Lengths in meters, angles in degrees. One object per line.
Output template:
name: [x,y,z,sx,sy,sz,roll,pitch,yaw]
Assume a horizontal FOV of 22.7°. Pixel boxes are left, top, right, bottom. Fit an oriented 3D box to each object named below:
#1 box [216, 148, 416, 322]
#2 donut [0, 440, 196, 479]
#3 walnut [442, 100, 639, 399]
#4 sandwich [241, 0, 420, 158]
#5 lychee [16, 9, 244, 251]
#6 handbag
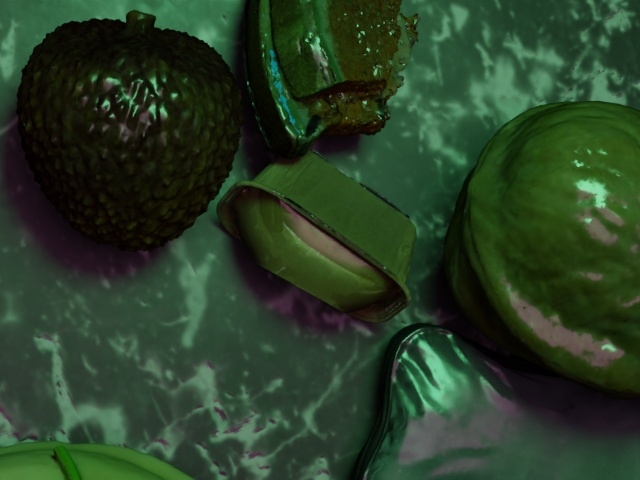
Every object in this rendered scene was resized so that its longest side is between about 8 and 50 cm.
box: [0.000,0.000,1.333,0.177,0.111,0.111,33,80,-7]
donut: [-0.224,0.308,1.212,0.371,0.150,0.307,-34,81,-7]
walnut: [0.241,0.011,1.319,0.282,0.227,0.283,9,65,-21]
sandwich: [0.010,-0.173,1.329,0.159,0.079,0.235,33,55,-18]
lychee: [-0.152,-0.093,1.273,0.194,0.194,0.195,1,85,-12]
handbag: [0.180,0.195,1.375,0.332,0.075,0.192,17,86,-14]
